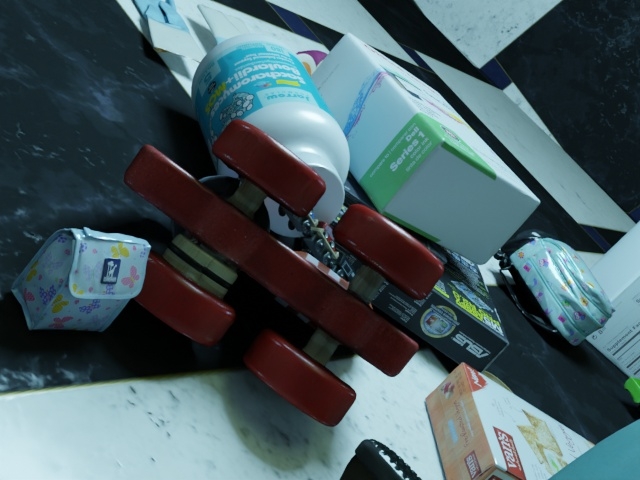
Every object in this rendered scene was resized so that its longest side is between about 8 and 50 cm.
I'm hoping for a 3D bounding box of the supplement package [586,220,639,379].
[{"bbox_3d":[0.577,0.094,1.658,0.145,0.204,0.262,41,22,-1],"label":"supplement package"}]

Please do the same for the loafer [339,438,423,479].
[{"bbox_3d":[0.086,0.254,0.713,0.220,0.078,0.080,47,4,31],"label":"loafer"}]

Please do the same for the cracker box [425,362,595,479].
[{"bbox_3d":[0.225,0.244,0.974,0.232,0.067,0.156,32,23,-22],"label":"cracker box"}]

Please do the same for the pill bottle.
[{"bbox_3d":[-0.055,-0.117,1.062,0.146,0.146,0.264,26,24,-35],"label":"pill bottle"}]

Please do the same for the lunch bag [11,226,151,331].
[{"bbox_3d":[-0.173,0.027,0.691,0.071,0.083,0.053,11,37,-53],"label":"lunch bag"}]

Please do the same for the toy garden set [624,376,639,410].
[{"bbox_3d":[0.580,0.333,1.432,0.203,0.049,0.244,21,29,-39],"label":"toy garden set"}]

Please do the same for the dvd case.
[{"bbox_3d":[0.080,-0.060,1.199,0.164,0.018,0.221,34,18,-16],"label":"dvd case"}]

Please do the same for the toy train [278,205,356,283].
[{"bbox_3d":[0.000,0.000,0.974,0.027,0.036,0.158,11,-33,39],"label":"toy train"}]

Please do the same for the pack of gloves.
[{"bbox_3d":[-0.176,-0.281,1.348,0.195,0.046,0.232,13,31,-30],"label":"pack of gloves"}]

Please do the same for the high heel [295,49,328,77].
[{"bbox_3d":[-0.048,-0.275,1.516,0.117,0.082,0.244,17,25,29],"label":"high heel"}]

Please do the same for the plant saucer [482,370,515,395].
[{"bbox_3d":[0.209,0.190,1.116,0.083,0.015,0.083,34,22,-16],"label":"plant saucer"}]

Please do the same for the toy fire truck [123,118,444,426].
[{"bbox_3d":[-0.049,0.020,0.856,0.302,0.169,0.254,36,-4,-12],"label":"toy fire truck"}]

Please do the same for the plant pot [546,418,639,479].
[{"bbox_3d":[0.304,0.257,0.709,0.293,0.235,0.293,48,-5,6],"label":"plant pot"}]

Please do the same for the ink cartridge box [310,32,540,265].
[{"bbox_3d":[0.118,-0.120,1.195,0.201,0.117,0.278,25,23,-39],"label":"ink cartridge box"}]

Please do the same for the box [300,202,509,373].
[{"bbox_3d":[0.096,0.025,1.159,0.270,0.060,0.216,34,19,-16],"label":"box"}]

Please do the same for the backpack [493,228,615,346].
[{"bbox_3d":[0.375,0.075,1.480,0.152,0.115,0.182,23,31,-45],"label":"backpack"}]
